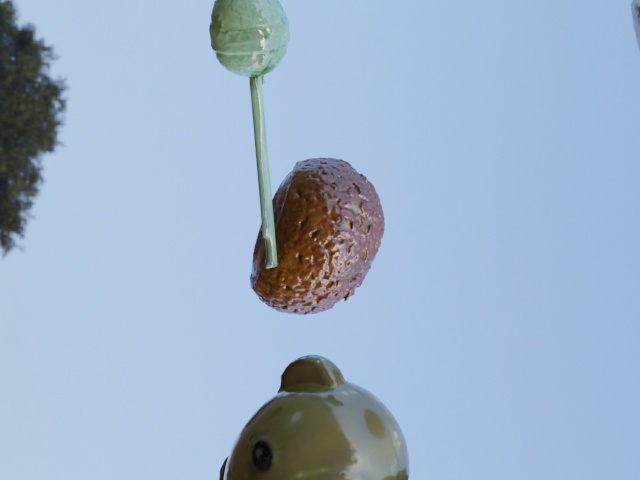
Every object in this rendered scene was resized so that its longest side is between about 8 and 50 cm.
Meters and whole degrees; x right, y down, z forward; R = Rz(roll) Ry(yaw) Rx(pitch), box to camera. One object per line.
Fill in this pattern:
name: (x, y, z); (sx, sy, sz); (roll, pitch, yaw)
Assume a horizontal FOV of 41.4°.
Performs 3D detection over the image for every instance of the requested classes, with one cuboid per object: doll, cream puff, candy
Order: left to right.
candy: (-0.088, -0.157, 1.268); (0.119, 0.119, 0.440); (33, -45, 52)
cream puff: (0.000, 0.000, 1.495); (0.303, 0.212, 0.303); (-158, -90, -83)
doll: (0.030, 0.232, 0.694); (0.261, 0.161, 0.177); (42, -64, 24)

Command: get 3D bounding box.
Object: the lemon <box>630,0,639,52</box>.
lemon: (0.490, -0.179, 0.761); (0.364, 0.364, 0.364); (5, -84, 57)
